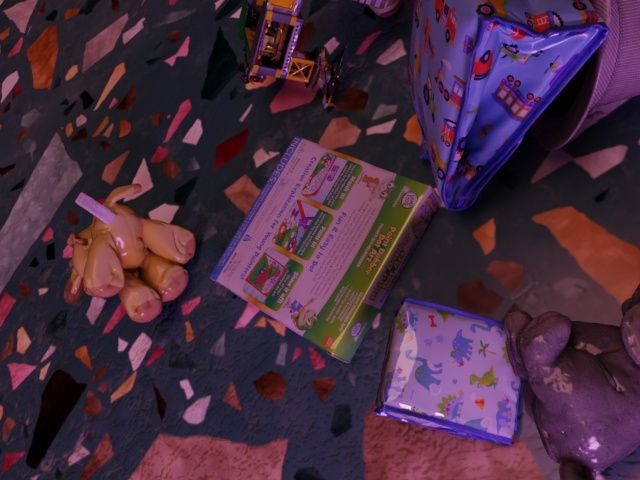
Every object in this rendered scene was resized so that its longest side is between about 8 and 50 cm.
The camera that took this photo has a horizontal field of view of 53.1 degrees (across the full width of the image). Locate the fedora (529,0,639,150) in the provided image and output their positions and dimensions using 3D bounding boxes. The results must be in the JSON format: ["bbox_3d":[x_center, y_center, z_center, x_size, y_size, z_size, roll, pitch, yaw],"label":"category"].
[{"bbox_3d":[0.313,-0.246,0.740,0.124,0.244,0.276,-6,57,-5],"label":"fedora"}]

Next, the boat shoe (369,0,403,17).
[{"bbox_3d":[0.066,-0.438,1.032,0.068,0.072,0.190,-42,54,7],"label":"boat shoe"}]

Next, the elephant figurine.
[{"bbox_3d":[0.310,0.108,0.601,0.239,0.169,0.186,-16,89,6],"label":"elephant figurine"}]

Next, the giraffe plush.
[{"bbox_3d":[-0.325,0.025,1.003,0.170,0.210,0.181,-19,24,49],"label":"giraffe plush"}]

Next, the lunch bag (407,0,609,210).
[{"bbox_3d":[0.165,-0.195,0.752,0.138,0.293,0.221,0,53,-13],"label":"lunch bag"}]

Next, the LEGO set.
[{"bbox_3d":[0.006,-0.381,0.963,0.255,0.192,0.331,-111,34,-53],"label":"LEGO set"}]

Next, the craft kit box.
[{"bbox_3d":[0.000,0.000,0.883,0.246,0.061,0.250,27,83,39],"label":"craft kit box"}]

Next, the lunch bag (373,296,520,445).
[{"bbox_3d":[0.146,0.145,0.707,0.151,0.096,0.129,12,73,3],"label":"lunch bag"}]
